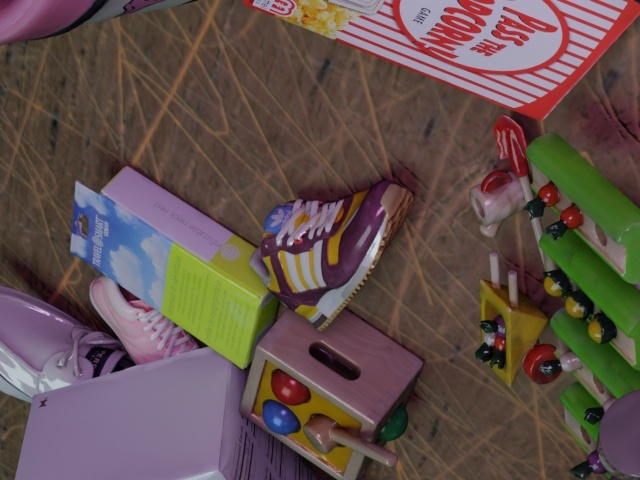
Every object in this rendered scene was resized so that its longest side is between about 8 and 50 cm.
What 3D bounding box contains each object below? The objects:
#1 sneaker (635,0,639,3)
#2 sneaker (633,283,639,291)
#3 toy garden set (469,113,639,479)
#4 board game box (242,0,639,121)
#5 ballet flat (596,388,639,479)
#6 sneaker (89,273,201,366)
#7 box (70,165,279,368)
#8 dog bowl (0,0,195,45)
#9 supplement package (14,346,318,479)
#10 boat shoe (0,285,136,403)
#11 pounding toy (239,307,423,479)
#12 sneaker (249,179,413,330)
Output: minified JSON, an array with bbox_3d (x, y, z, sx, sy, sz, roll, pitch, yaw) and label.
[{"bbox_3d":[0.125,-0.191,0.946,0.267,0.101,0.106,42,148,12],"label":"sneaker"},{"bbox_3d":[0.261,0.096,1.187,0.095,0.090,0.235,2,133,32],"label":"sneaker"},{"bbox_3d":[0.142,0.041,1.193,0.204,0.049,0.244,51,160,50],"label":"toy garden set"},{"bbox_3d":[0.069,-0.148,1.054,0.193,0.045,0.147,20,153,-8],"label":"board game box"},{"bbox_3d":[0.283,0.098,1.092,0.250,0.084,0.058,-14,155,8],"label":"ballet flat"},{"bbox_3d":[-0.137,0.074,1.594,0.134,0.051,0.070,47,152,-3],"label":"sneaker"},{"bbox_3d":[-0.116,0.017,1.512,0.178,0.042,0.109,33,146,12],"label":"box"},{"bbox_3d":[-0.214,-0.290,1.088,0.408,0.150,0.408,28,137,29],"label":"dog bowl"},{"bbox_3d":[-0.123,0.224,1.588,0.194,0.149,0.203,-16,128,16],"label":"supplement package"},{"bbox_3d":[-0.204,0.122,1.683,0.267,0.096,0.088,40,144,-2],"label":"boat shoe"},{"bbox_3d":[0.013,0.127,1.457,0.141,0.100,0.130,33,147,12],"label":"pounding toy"},{"bbox_3d":[0.000,0.000,1.349,0.084,0.069,0.185,35,147,0],"label":"sneaker"}]
